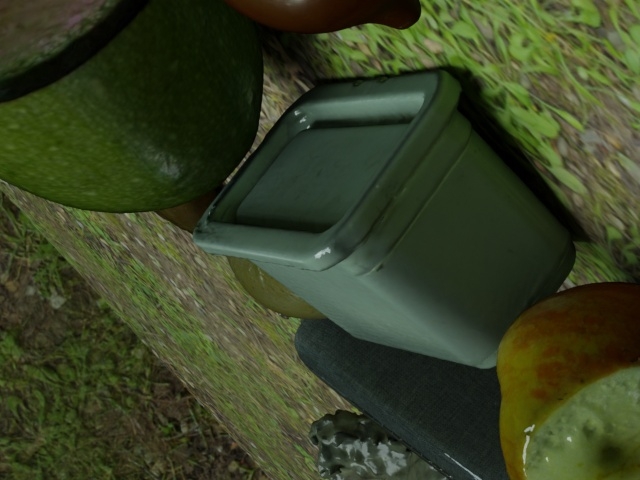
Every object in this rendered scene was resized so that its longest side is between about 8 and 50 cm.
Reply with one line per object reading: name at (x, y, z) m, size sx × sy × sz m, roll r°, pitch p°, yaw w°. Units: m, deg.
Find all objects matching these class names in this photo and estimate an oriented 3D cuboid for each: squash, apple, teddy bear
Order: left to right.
squash at (-0.192, -0.139, 1.481) m, size 0.310 × 0.310 × 0.309 m, roll 34°, pitch 164°, yaw 37°
teddy bear at (0.137, 0.276, 1.907) m, size 0.357 × 0.224 × 0.367 m, roll 27°, pitch 159°, yaw 14°
apple at (0.216, 0.115, 1.287) m, size 0.173 × 0.160 × 0.195 m, roll -8°, pitch 127°, yaw 21°

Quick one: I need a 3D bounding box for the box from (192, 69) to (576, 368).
box at (0.054, -0.007, 1.436) m, size 0.182 × 0.175 × 0.312 m, roll 41°, pitch 168°, yaw -19°

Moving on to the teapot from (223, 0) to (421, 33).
teapot at (-0.012, -0.234, 1.079) m, size 0.178 × 0.135 × 0.252 m, roll -19°, pitch 99°, yaw 37°

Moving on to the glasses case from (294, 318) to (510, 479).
glasses case at (0.119, 0.139, 1.707) m, size 0.323 × 0.131 × 0.074 m, roll 35°, pitch 166°, yaw 35°

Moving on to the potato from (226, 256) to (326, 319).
potato at (0.000, 0.000, 1.671) m, size 0.194 × 0.157 × 0.157 m, roll 7°, pitch 141°, yaw 48°

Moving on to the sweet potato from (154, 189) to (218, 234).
sweet potato at (-0.177, -0.089, 2.043) m, size 0.286 × 0.085 × 0.112 m, roll 42°, pitch -156°, yaw -36°
